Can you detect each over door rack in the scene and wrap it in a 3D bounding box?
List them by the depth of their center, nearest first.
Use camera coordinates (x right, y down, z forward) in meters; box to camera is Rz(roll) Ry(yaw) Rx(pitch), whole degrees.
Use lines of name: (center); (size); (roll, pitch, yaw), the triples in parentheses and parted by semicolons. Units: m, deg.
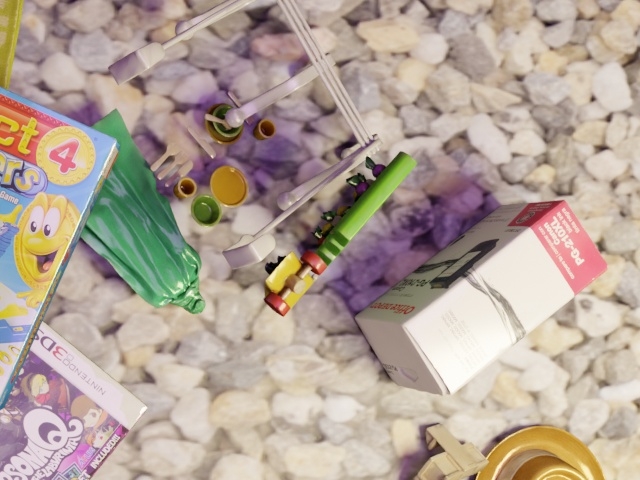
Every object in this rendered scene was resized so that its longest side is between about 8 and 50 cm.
over door rack: (-0.081, -0.132, 1.539); (0.239, 0.108, 0.324); (59, 36, -9)

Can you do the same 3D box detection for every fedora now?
fedora: (0.274, 0.317, 1.715); (0.194, 0.079, 0.194); (0, 90, -18)

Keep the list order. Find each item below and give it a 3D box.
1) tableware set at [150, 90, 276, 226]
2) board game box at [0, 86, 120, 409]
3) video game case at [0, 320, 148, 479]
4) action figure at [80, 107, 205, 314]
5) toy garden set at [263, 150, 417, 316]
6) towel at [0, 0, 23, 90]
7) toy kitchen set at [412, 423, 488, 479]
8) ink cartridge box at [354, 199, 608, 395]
tableware set: (-0.108, -0.090, 1.607); (0.104, 0.024, 0.154); (50, 58, -11)
board game box: (-0.402, -0.025, 1.468); (0.308, 0.086, 0.302); (24, 87, -5)
video game case: (-0.336, 0.201, 1.546); (0.210, 0.042, 0.232); (42, 78, -11)
action figure: (-0.203, -0.010, 1.579); (0.137, 0.063, 0.232); (-40, 97, -16)
toy garden set: (0.000, 0.000, 1.553); (0.049, 0.244, 0.204); (41, 78, 1)
towel: (-0.379, -0.194, 1.548); (0.102, 0.021, 0.237); (10, 86, -18)
toy kitchen set: (0.135, 0.266, 1.702); (0.083, 0.075, 0.068); (-10, 50, -49)
ink cartridge box: (0.176, 0.061, 1.639); (0.237, 0.172, 0.100); (-37, 99, -14)
